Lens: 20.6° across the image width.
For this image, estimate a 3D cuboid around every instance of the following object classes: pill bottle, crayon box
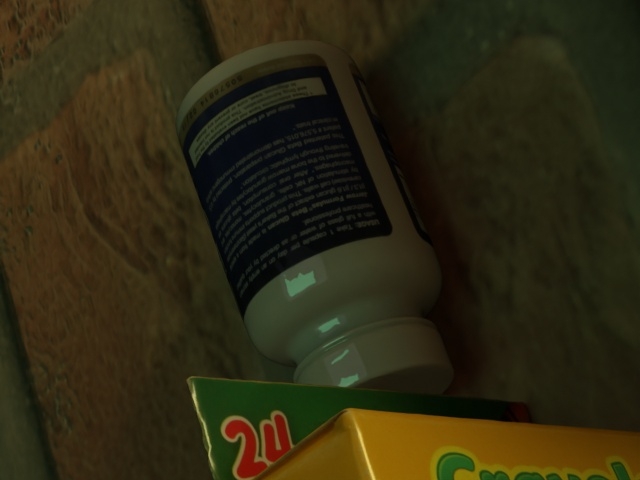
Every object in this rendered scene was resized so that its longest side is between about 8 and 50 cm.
[{"bbox_3d":[0.000,0.000,0.815,0.094,0.094,0.169,-41,58,36],"label":"pill bottle"},{"bbox_3d":[0.086,0.176,0.625,0.081,0.202,0.319,-41,57,35],"label":"crayon box"}]
